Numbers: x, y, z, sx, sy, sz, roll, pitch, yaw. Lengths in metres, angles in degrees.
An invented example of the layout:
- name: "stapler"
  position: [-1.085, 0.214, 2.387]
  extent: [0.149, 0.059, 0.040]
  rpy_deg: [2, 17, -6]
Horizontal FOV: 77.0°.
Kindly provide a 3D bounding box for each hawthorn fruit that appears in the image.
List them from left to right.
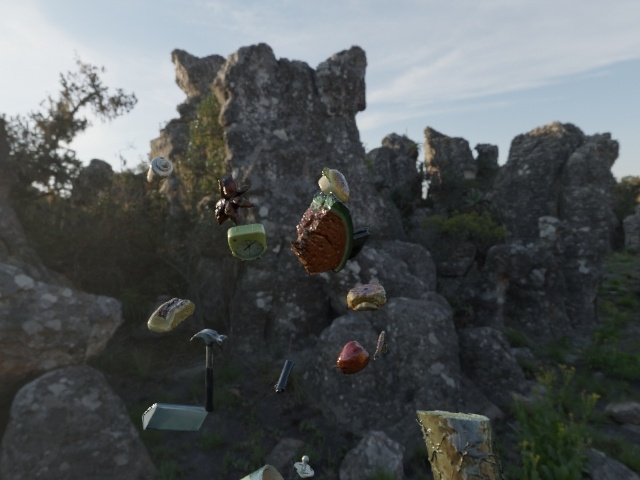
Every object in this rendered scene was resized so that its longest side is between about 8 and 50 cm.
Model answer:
- name: "hawthorn fruit"
  position: [0.085, 0.325, 1.097]
  extent: [0.093, 0.081, 0.081]
  rpy_deg: [-45, 10, -5]

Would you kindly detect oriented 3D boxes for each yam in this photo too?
- name: "yam"
  position: [0.455, 0.718, 1.290]
  extent: [0.241, 0.347, 0.241]
  rpy_deg: [-6, -25, -3]

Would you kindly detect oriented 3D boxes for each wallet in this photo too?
- name: "wallet"
  position: [0.111, 0.040, 1.701]
  extent: [0.169, 0.052, 0.245]
  rpy_deg: [-20, -23, -20]

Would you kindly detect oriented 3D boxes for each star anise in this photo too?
- name: "star anise"
  position: [-0.367, -0.156, 1.639]
  extent: [0.111, 0.212, 0.196]
  rpy_deg: [-6, -38, -50]

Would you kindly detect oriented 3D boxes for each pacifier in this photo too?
- name: "pacifier"
  position: [-0.051, 0.782, 1.398]
  extent: [0.068, 0.064, 0.083]
  rpy_deg: [14, -3, -18]

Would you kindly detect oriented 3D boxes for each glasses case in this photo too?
- name: "glasses case"
  position: [-0.602, 0.731, 1.681]
  extent: [0.056, 0.105, 0.266]
  rpy_deg: [24, -6, 42]

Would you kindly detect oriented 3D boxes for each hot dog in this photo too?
- name: "hot dog"
  position: [-0.544, 0.263, 1.485]
  extent: [0.084, 0.073, 0.242]
  rpy_deg: [8, 10, 7]

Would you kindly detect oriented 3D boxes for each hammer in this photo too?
- name: "hammer"
  position: [-0.301, 0.350, 1.075]
  extent: [0.103, 0.246, 0.029]
  rpy_deg: [13, 18, 21]

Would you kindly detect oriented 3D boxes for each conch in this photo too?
- name: "conch"
  position: [-0.757, -0.328, 1.891]
  extent: [0.094, 0.104, 0.176]
  rpy_deg: [-41, 7, -36]

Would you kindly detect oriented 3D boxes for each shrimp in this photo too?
- name: "shrimp"
  position: [0.339, 0.606, 2.229]
  extent: [0.035, 0.147, 0.195]
  rpy_deg: [7, 47, 23]

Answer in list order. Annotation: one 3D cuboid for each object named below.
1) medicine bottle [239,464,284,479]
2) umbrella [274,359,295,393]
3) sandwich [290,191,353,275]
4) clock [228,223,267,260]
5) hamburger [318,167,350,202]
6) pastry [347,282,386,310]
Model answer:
- name: "medicine bottle"
  position: [-0.313, 1.004, 1.416]
  extent: [0.407, 0.235, 0.236]
  rpy_deg: [-31, 4, 1]
- name: "umbrella"
  position: [-0.125, 0.479, 1.422]
  extent: [0.036, 0.031, 0.133]
  rpy_deg: [-28, 25, 35]
- name: "sandwich"
  position: [0.005, -0.004, 0.972]
  extent: [0.159, 0.235, 0.079]
  rpy_deg: [-41, 53, -9]
- name: "clock"
  position: [-0.339, 0.027, 1.905]
  extent: [0.170, 0.231, 0.069]
  rpy_deg: [-9, 47, -9]
- name: "hamburger"
  position: [0.052, -0.195, 1.426]
  extent: [0.082, 0.141, 0.127]
  rpy_deg: [-35, -20, 19]
- name: "pastry"
  position: [0.256, 0.302, 2.150]
  extent: [0.219, 0.100, 0.229]
  rpy_deg: [0, 14, 35]
